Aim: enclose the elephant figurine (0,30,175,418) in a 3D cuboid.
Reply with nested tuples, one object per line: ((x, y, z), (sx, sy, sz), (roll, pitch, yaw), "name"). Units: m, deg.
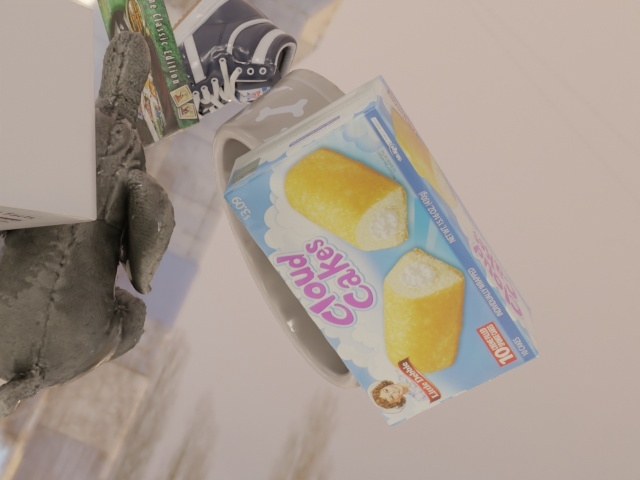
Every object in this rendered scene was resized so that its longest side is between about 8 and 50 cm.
((-0.185, -0.023, 0.880), (0.186, 0.239, 0.169), (38, 23, 31), "elephant figurine")

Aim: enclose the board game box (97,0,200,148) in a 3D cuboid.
((-0.200, -0.236, 1.277), (0.030, 0.259, 0.136), (-17, 3, -24), "board game box")

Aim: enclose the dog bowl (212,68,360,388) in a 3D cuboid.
((0.000, 0.000, 1.241), (0.348, 0.102, 0.348), (55, -19, 29), "dog bowl")

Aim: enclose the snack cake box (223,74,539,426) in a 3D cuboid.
((0.055, 0.013, 1.008), (0.152, 0.089, 0.264), (-29, -70, 17), "snack cake box")

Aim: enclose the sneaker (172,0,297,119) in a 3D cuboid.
((-0.147, -0.179, 1.466), (0.153, 0.282, 0.099), (34, -14, 16), "sneaker")

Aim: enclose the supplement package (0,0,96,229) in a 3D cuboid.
((-0.271, -0.072, 0.707), (0.244, 0.139, 0.134), (-4, -6, 26), "supplement package")
